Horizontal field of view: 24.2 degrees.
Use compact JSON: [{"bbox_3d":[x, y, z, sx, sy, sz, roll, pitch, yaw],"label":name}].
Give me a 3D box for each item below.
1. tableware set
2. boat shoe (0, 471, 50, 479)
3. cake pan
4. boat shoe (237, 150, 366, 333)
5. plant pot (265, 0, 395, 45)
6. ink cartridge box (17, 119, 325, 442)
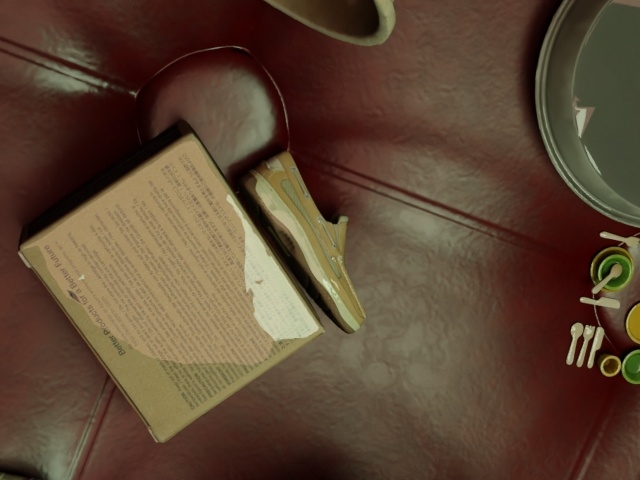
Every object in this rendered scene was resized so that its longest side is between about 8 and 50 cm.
[{"bbox_3d":[0.317,0.070,1.534,0.104,0.024,0.154,11,101,-14],"label":"tableware set"},{"bbox_3d":[-0.324,0.364,1.452,0.094,0.109,0.302,18,96,9],"label":"boat shoe"},{"bbox_3d":[0.354,-0.148,1.438,0.293,0.054,0.293,-2,104,-10],"label":"cake pan"},{"bbox_3d":[0.000,0.000,1.436,0.072,0.068,0.190,-37,108,-13],"label":"boat shoe"},{"bbox_3d":[0.009,-0.385,1.231,0.334,0.334,0.305,38,83,-17],"label":"plant pot"},{"bbox_3d":[-0.139,0.037,1.402,0.193,0.088,0.235,-33,108,0],"label":"ink cartridge box"}]
